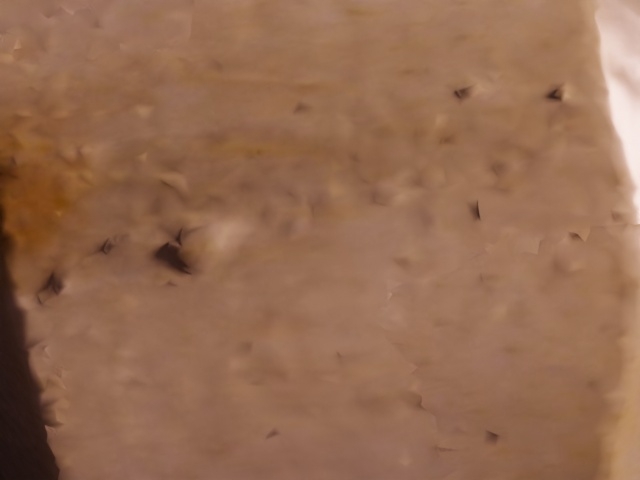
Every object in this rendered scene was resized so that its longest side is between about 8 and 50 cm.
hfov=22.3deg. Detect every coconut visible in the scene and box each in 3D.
[{"bbox_3d":[0.000,0.000,0.537,0.323,0.323,0.323,7,81,-51],"label":"coconut"}]
